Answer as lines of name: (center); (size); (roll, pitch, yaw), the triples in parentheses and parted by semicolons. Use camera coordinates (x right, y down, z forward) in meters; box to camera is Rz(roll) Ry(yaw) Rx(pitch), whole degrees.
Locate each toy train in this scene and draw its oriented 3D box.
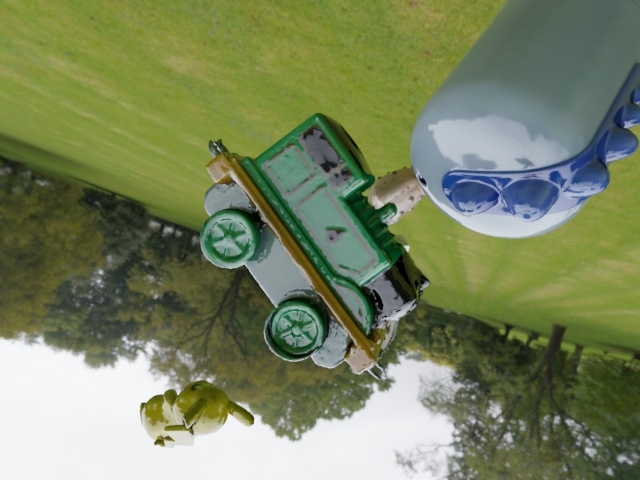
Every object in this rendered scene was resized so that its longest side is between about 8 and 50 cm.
toy train: (0.000, 0.000, 0.741); (0.429, 0.249, 0.178); (54, -168, 3)

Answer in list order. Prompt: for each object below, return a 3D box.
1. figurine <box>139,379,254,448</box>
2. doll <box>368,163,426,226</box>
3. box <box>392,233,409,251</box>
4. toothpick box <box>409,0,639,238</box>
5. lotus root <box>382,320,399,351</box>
figurine: (-0.378, 0.497, 1.461); (0.326, 0.169, 0.218); (-29, 150, 30)
doll: (0.175, -0.099, 0.916); (0.154, 0.278, 0.119); (-2, -122, -59)
box: (0.163, 0.006, 1.217); (0.083, 0.024, 0.054); (3, -152, -13)
toothpick box: (0.274, -0.155, 0.662); (0.263, 0.355, 0.263); (30, 152, 18)
lotus root: (0.105, 0.169, 1.428); (0.192, 0.272, 0.272); (10, 169, 26)
